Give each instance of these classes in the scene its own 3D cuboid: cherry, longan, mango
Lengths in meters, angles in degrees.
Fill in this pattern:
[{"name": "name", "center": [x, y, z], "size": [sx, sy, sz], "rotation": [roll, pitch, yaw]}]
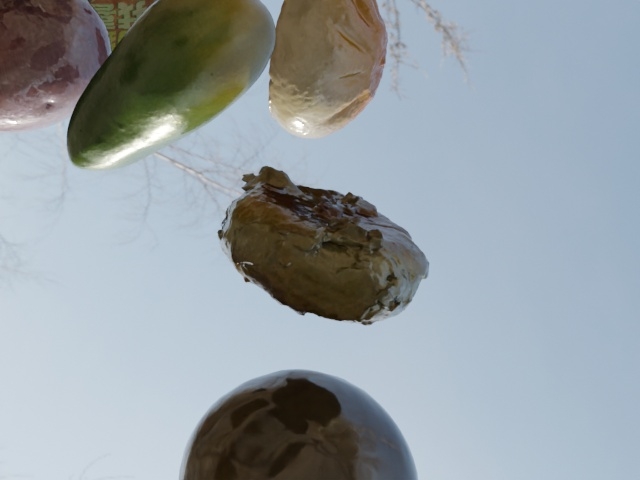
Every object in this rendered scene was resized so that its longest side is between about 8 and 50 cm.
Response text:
[{"name": "cherry", "center": [-0.397, -0.235, 0.940], "size": [0.239, 0.206, 0.240], "rotation": [-4, -110, 11]}, {"name": "longan", "center": [-0.027, 0.297, 0.884], "size": [0.297, 0.297, 0.298], "rotation": [-17, -118, 36]}, {"name": "mango", "center": [-0.148, -0.149, 0.706], "size": [0.251, 0.114, 0.156], "rotation": [-38, -159, 33]}]

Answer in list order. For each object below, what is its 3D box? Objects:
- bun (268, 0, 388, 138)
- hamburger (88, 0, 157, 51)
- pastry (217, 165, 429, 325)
[{"name": "bun", "center": [0.030, -0.314, 1.231], "size": [0.164, 0.299, 0.299], "rotation": [13, -100, 8]}, {"name": "hamburger", "center": [-0.382, -0.406, 1.428], "size": [0.260, 0.150, 0.276], "rotation": [17, -110, 18]}, {"name": "pastry", "center": [0.005, 0.001, 0.867], "size": [0.256, 0.236, 0.121], "rotation": [19, -73, 3]}]
